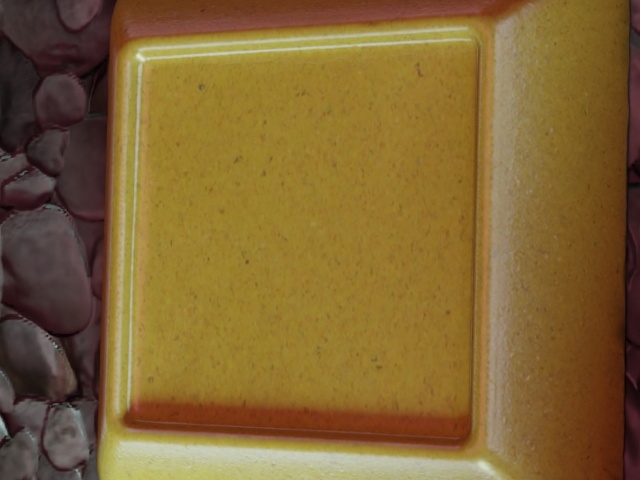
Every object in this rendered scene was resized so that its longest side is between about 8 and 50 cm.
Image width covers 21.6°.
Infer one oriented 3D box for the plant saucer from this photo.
[{"bbox_3d":[0.000,0.000,0.944,0.332,0.081,0.333,0,86,27],"label":"plant saucer"}]
